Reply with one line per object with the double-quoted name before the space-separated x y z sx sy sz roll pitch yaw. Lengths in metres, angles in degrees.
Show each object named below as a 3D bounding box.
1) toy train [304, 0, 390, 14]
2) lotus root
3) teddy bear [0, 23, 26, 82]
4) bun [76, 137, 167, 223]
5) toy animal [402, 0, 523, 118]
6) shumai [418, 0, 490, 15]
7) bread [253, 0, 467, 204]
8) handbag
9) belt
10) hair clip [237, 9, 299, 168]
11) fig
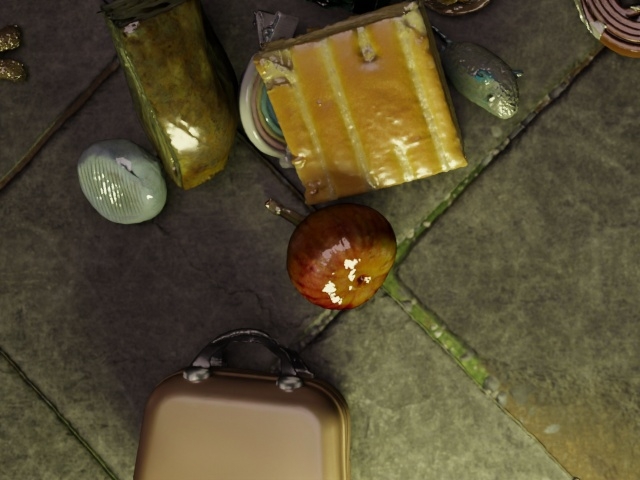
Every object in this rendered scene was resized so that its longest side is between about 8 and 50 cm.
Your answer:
"toy train" 0.012 -0.362 1.728 0.170 0.111 0.071 38 118 45
"lotus root" -0.187 -0.212 1.719 0.149 0.267 0.260 -24 110 -7
"teddy bear" -0.528 -0.268 1.865 0.160 0.078 0.119 -8 93 10
"bun" -0.283 -0.093 1.808 0.141 0.083 0.141 18 135 20
"toy animal" 0.187 -0.268 1.727 0.253 0.070 0.079 49 140 10
"shumai" 0.186 -0.379 1.705 0.145 0.116 0.145 0 88 12
"bread" 0.056 -0.190 1.691 0.239 0.111 0.246 -15 114 8
"handbag" -0.102 0.263 1.756 0.302 0.149 0.283 4 94 13
"belt" 0.422 -0.379 1.666 0.184 0.105 0.261 4 92 13
"hair clip" -0.067 -0.215 1.756 0.054 0.140 0.220 5 91 40
"fig" 0.018 0.021 1.743 0.148 0.202 0.149 5 90 -23
